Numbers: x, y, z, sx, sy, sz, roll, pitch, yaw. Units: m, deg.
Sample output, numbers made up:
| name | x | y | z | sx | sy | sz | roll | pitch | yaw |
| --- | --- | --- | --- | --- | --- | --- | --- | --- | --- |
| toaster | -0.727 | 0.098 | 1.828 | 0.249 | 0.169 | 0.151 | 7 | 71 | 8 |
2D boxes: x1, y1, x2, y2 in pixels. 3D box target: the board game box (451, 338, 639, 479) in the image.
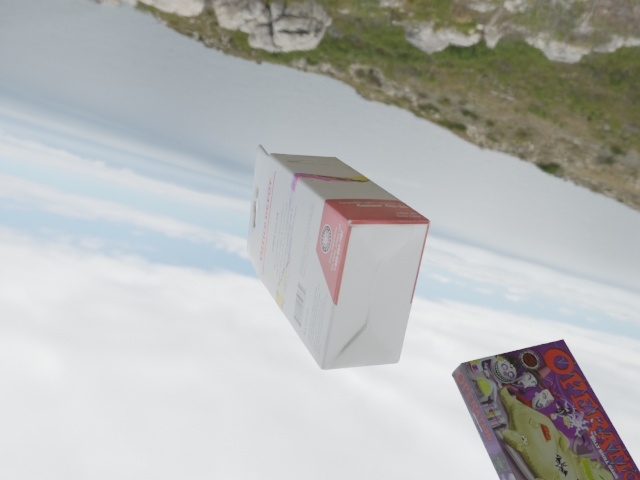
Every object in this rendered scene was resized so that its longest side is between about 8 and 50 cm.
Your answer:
| name | x | y | z | sx | sy | sz | roll | pitch | yaw |
| --- | --- | --- | --- | --- | --- | --- | --- | --- | --- |
| board game box | 0.362 | 0.327 | 0.921 | 0.208 | 0.056 | 0.347 | -6 | -125 | -24 |

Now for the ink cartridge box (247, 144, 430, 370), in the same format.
| name | x | y | z | sx | sy | sz | roll | pitch | yaw |
| --- | --- | --- | --- | --- | --- | --- | --- | --- | --- |
| ink cartridge box | 0.000 | 0.000 | 0.493 | 0.067 | 0.115 | 0.198 | -1 | -156 | -25 |
